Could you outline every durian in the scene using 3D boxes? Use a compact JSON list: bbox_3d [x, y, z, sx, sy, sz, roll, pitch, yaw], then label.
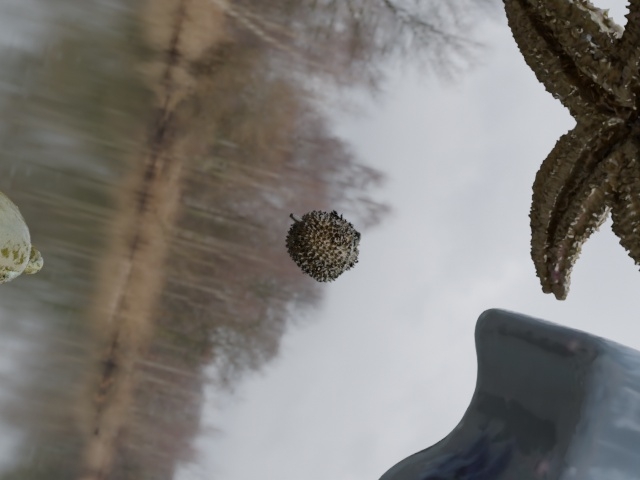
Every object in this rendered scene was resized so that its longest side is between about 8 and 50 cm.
[{"bbox_3d":[0.000,0.000,1.171,0.080,0.091,0.080,-38,-156,21],"label":"durian"}]

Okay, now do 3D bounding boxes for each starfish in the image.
[{"bbox_3d":[0.154,-0.068,0.544,0.227,0.043,0.240,-47,-115,37],"label":"starfish"}]

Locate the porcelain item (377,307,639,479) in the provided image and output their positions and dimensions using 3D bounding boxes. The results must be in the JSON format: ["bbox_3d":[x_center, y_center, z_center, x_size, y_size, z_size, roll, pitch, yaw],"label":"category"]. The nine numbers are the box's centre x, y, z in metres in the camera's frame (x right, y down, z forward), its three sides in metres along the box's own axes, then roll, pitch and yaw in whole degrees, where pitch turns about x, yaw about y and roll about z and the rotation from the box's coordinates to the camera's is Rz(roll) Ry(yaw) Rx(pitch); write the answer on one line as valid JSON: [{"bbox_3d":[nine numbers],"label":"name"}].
[{"bbox_3d":[0.107,0.253,0.692,0.242,0.179,0.405,16,-98,66],"label":"porcelain item"}]

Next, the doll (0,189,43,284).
[{"bbox_3d":[-0.319,-0.032,0.902,0.097,0.209,0.137,-53,173,14],"label":"doll"}]
